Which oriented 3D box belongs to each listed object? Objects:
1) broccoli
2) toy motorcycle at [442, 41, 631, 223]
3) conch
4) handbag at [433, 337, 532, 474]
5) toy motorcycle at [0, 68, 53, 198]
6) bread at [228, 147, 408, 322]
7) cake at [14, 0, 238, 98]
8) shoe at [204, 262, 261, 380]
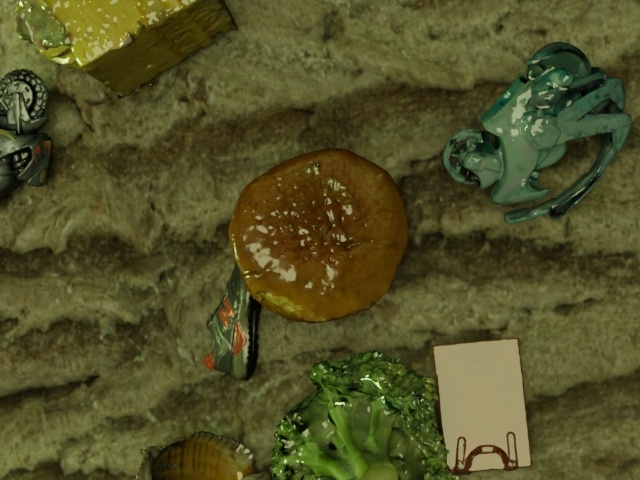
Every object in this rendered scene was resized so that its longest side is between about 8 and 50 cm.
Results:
[{"bbox_3d":[0.067,0.301,1.697,0.235,0.259,0.288,-21,105,-33],"label":"broccoli"},{"bbox_3d":[0.320,-0.145,1.733,0.206,0.154,0.260,41,100,-16],"label":"toy motorcycle"},{"bbox_3d":[-0.187,0.373,1.760,0.245,0.163,0.178,-19,103,-24],"label":"conch"},{"bbox_3d":[0.235,0.242,1.760,0.127,0.063,0.190,-5,84,6],"label":"handbag"},{"bbox_3d":[-0.519,-0.119,1.841,0.307,0.108,0.173,-37,89,6],"label":"toy motorcycle"},{"bbox_3d":[0.000,0.000,1.730,0.268,0.146,0.269,3,74,-9],"label":"bread"},{"bbox_3d":[-0.303,-0.348,1.765,0.286,0.227,0.222,-31,80,2],"label":"cake"},{"bbox_3d":[-0.131,0.109,1.803,0.077,0.074,0.195,4,90,12],"label":"shoe"}]
